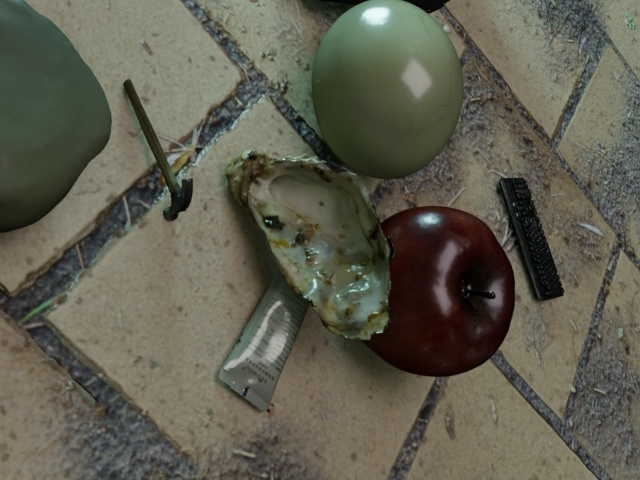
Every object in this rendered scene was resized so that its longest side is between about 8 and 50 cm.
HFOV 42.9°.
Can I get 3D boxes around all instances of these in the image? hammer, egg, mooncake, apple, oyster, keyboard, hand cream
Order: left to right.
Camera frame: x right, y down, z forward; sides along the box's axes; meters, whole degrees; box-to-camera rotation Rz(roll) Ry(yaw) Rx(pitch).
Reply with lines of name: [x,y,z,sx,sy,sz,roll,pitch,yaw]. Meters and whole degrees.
mooncake: [-0.352,-0.132,0.804,0.275,0.135,0.275,21,57,-36]
hammer: [-0.200,-0.117,0.987,0.017,0.062,0.182,-15,75,-44]
hand cream: [-0.051,0.097,1.030,0.080,0.050,0.234,40,55,-22]
oyster: [-0.005,0.003,1.025,0.166,0.094,0.294,-17,67,-8]
egg: [0.096,-0.217,1.167,0.219,0.219,0.269,6,73,-39]
apple: [0.146,0.072,1.085,0.234,0.234,0.234,17,61,-35]
keyboard: [0.377,-0.005,1.454,0.094,0.025,0.230,-7,76,-45]

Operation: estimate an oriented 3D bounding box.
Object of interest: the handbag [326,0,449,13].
handbag: [0.064,-0.516,1.328,0.288,0.152,0.342,-16,79,-32]
